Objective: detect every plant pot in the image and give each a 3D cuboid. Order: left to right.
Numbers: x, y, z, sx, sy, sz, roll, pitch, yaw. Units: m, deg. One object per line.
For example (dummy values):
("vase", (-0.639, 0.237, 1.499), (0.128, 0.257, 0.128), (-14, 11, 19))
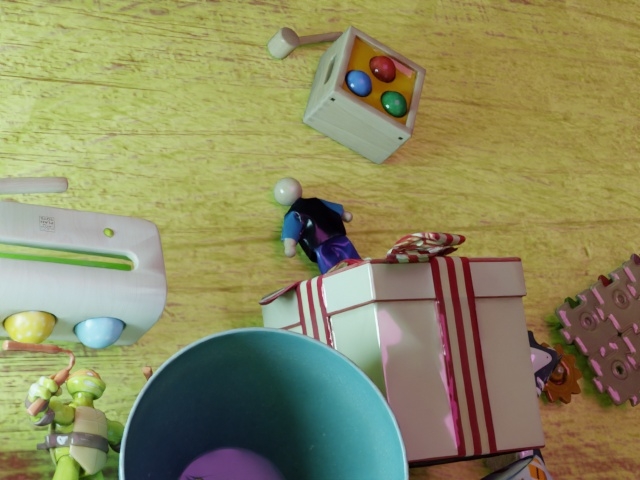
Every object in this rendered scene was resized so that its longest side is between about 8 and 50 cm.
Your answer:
("plant pot", (-0.075, 0.259, 1.570), (0.290, 0.195, 0.290), (6, 66, -13))

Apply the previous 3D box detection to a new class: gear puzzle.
("gear puzzle", (0.403, 0.145, 2.103), (0.339, 0.044, 0.175), (-28, 82, -38))

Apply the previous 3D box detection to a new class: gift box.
("gift box", (0.082, 0.131, 1.723), (0.276, 0.255, 0.258), (3, 75, -39))

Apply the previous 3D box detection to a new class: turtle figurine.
("turtle figurine", (-0.257, 0.218, 1.567), (0.269, 0.087, 0.217), (38, 46, -55))

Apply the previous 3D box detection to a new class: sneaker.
("sneaker", (0.264, 0.201, 1.919), (0.153, 0.094, 0.235), (-18, 62, -24))

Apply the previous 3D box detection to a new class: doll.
("doll", (0.000, 0.000, 1.909), (0.129, 0.046, 0.189), (-25, 80, -42))

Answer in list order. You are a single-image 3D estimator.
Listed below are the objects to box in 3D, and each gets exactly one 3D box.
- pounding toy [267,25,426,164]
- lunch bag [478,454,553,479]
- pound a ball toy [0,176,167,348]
("pounding toy", (0.036, -0.237, 2.042), (0.206, 0.094, 0.181), (28, 51, -18))
("lunch bag", (0.134, 0.360, 1.653), (0.303, 0.243, 0.115), (-28, 81, -42))
("pound a ball toy", (-0.314, 0.028, 1.573), (0.319, 0.208, 0.135), (7, 60, -32))
